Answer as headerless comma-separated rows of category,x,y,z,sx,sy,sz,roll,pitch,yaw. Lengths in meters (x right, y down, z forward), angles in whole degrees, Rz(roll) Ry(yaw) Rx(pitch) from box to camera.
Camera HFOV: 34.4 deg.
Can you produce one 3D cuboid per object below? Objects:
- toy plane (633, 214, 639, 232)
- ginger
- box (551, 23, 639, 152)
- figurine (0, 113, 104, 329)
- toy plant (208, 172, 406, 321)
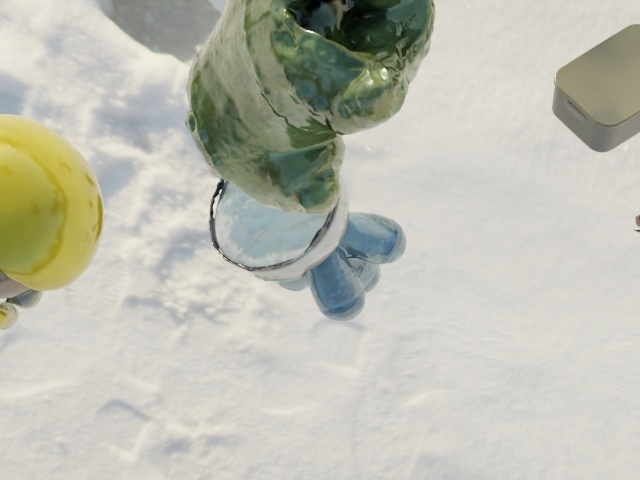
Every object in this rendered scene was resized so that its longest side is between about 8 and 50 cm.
toy plane,0.257,-0.056,0.522,0.194,0.126,0.077,-25,63,-28
ginger,0.011,-0.125,0.425,0.089,0.290,0.137,8,41,-17
box,0.486,-0.244,1.678,0.201,0.090,0.144,-33,61,-14
figurine,-0.375,0.028,1.138,0.215,0.187,0.343,39,104,21
toy plant,0.000,0.000,1.695,0.247,0.332,0.247,-13,61,26
